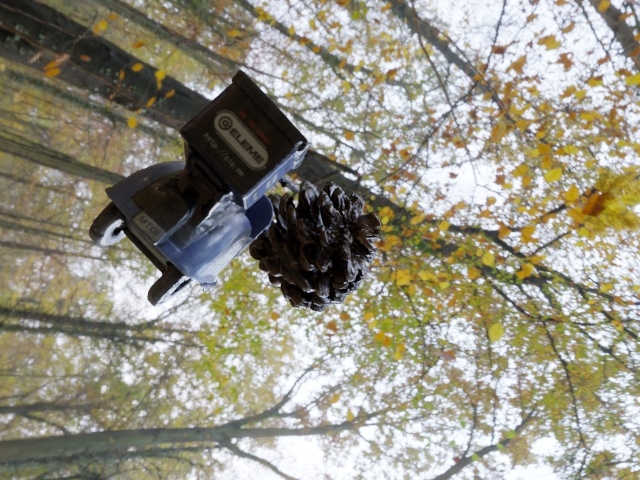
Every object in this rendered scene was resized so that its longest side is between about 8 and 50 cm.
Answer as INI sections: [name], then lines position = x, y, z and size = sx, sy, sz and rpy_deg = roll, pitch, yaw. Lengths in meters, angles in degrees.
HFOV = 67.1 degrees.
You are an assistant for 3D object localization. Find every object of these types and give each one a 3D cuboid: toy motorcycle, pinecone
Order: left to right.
[toy motorcycle]
position = -0.114, -0.037, 0.540
size = 0.212, 0.125, 0.358
rpy_deg = -43, -176, -8
[pinecone]
position = 0.000, 0.000, 0.802
size = 0.221, 0.221, 0.222
rpy_deg = -16, -113, 41
